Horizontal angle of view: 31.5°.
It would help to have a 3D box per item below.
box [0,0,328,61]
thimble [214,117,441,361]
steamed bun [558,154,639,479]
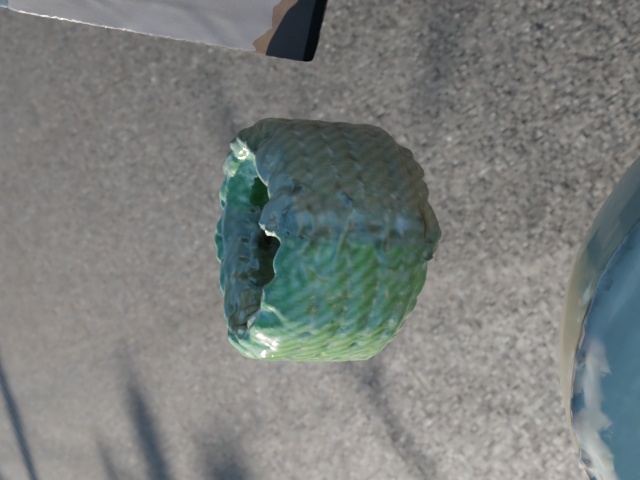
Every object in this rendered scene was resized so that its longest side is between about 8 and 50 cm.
[{"bbox_3d":[-0.110,-0.267,0.865,0.188,0.252,0.153,107,170,-58],"label":"box"},{"bbox_3d":[0.000,0.000,0.968,0.219,0.150,0.218,-179,90,-72],"label":"thimble"},{"bbox_3d":[0.332,0.061,0.664,0.375,0.241,0.374,6,108,18],"label":"steamed bun"}]
